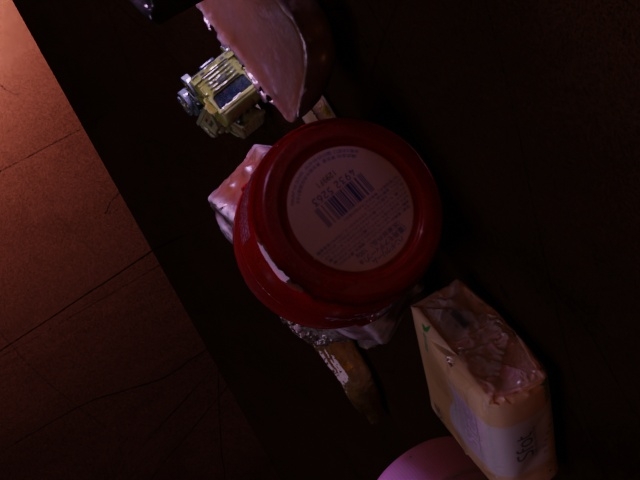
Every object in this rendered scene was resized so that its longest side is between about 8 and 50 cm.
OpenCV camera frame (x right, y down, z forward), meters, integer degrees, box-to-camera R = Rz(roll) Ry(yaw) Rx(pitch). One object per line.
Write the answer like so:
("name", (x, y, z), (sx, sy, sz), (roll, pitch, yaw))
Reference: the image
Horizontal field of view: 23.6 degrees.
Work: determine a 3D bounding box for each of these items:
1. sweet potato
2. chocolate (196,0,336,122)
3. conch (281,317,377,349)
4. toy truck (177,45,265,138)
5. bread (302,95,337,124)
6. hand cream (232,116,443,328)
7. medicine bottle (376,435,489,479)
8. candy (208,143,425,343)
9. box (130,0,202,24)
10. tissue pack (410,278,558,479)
("sweet potato", (0.040, 0.193, 2.399), (0.233, 0.062, 0.081), (58, -178, -9))
("chocolate", (-0.057, -0.267, 1.742), (0.261, 0.083, 0.161), (54, 152, 24))
("conch", (0.022, 0.071, 2.120), (0.245, 0.163, 0.178), (50, -148, -50))
("toy truck", (-0.133, -0.194, 2.155), (0.116, 0.085, 0.191), (50, 169, 0))
("bread", (-0.001, -0.151, 1.893), (0.153, 0.028, 0.068), (57, 166, 6))
("hand cream", (0.018, -0.018, 1.700), (0.230, 0.230, 0.149), (58, 164, 7))
("medicine bottle", (0.215, 0.415, 1.930), (0.316, 0.202, 0.202), (46, 161, 46))
("candy", (0.000, 0.000, 1.886), (0.289, 0.157, 0.214), (39, -178, 15))
("box", (-0.148, -0.402, 1.426), (0.345, 0.251, 0.204), (45, 160, 45))
("tissue pack", (0.190, 0.175, 1.760), (0.186, 0.090, 0.222), (51, 164, 37))
